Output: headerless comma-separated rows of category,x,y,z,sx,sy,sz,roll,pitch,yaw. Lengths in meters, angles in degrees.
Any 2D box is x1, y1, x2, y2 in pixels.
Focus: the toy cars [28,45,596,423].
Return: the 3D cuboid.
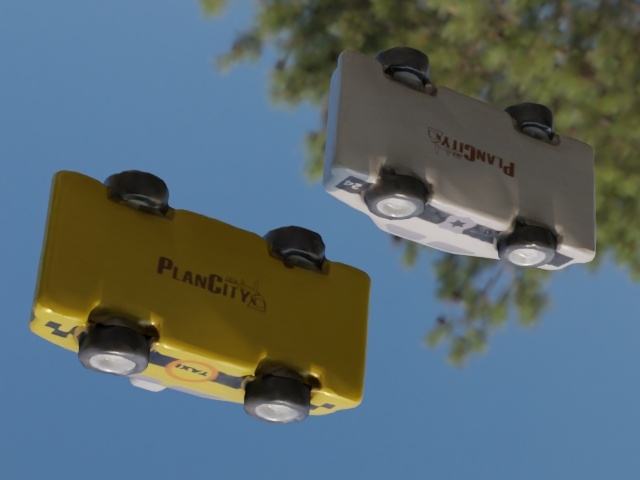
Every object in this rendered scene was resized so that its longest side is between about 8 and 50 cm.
toy cars,0.000,0.000,0.918,0.394,0.087,0.176,-27,-94,-39
